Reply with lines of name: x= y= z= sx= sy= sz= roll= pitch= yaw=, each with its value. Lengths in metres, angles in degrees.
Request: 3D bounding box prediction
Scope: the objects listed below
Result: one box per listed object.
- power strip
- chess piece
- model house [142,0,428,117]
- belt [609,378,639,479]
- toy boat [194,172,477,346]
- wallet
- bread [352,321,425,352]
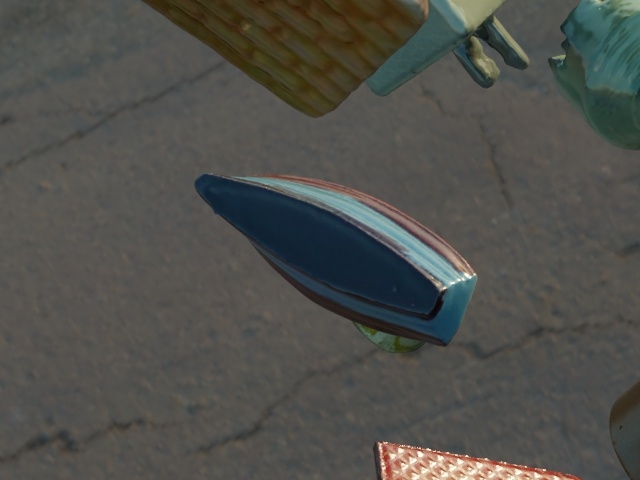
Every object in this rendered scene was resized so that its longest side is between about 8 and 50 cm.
power strip: x=0.090 y=-0.220 z=1.293 sx=0.139 sy=0.224 sz=0.140 roll=-31 pitch=10 yaw=49
chess piece: x=0.278 y=-0.079 z=1.027 sx=0.195 sy=0.194 sz=0.299 roll=-31 pitch=35 yaw=0
model house: x=-0.012 y=-0.222 z=0.723 sx=0.237 sy=0.202 sz=0.237 roll=-50 pitch=17 yaw=30
belt: x=0.481 y=0.245 z=1.595 sx=0.122 sy=0.339 sz=0.217 roll=-51 pitch=17 yaw=42
toy boat: x=0.000 y=0.000 z=1.628 sx=0.392 sy=0.079 sz=0.136 roll=27 pitch=97 yaw=36
wallet: x=0.141 y=0.221 z=1.219 sx=0.197 sy=0.020 sz=0.103 roll=11 pitch=35 yaw=-13
bread: x=0.089 y=0.102 z=2.130 sx=0.083 sy=0.157 sz=0.094 roll=-49 pitch=54 yaw=9
